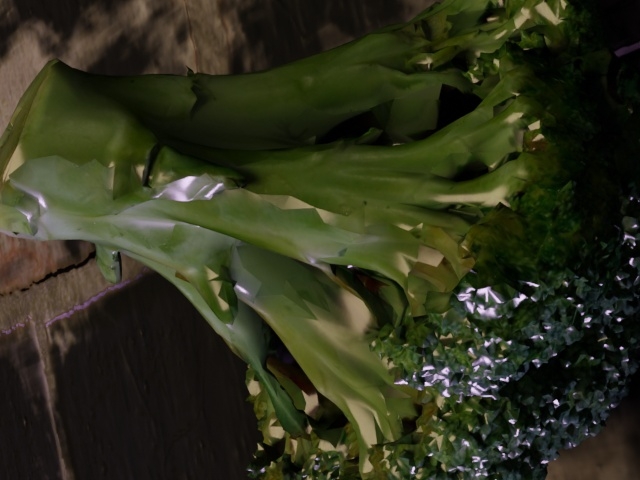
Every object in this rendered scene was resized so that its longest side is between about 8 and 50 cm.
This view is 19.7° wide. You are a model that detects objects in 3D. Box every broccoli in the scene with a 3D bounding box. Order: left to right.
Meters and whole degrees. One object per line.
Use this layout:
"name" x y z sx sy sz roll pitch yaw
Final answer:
"broccoli" 0.000 0.000 0.735 0.254 0.269 0.269 -97 20 -53
